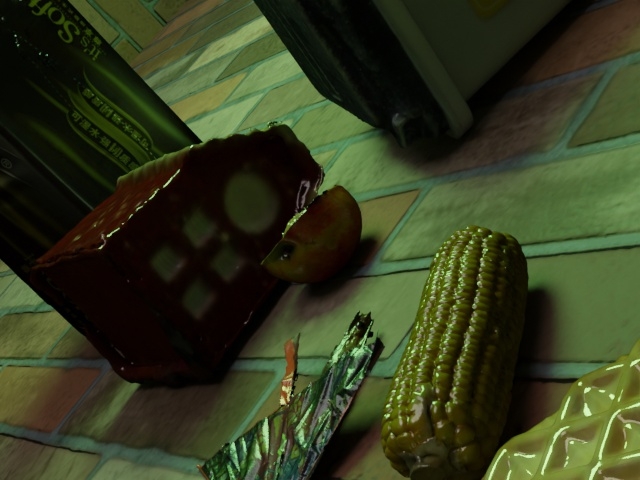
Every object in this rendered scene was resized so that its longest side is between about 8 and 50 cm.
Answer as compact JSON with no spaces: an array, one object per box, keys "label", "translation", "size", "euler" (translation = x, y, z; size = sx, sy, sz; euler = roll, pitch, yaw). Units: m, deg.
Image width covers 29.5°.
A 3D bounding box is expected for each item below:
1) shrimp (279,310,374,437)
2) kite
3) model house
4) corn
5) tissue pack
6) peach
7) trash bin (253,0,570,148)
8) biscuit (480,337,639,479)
[{"label":"shrimp","translation":[-0.001,0.098,0.870],"size":[0.083,0.023,0.114],"euler":[-20,36,56]},{"label":"kite","translation":[-0.032,0.136,0.837],"size":[0.232,0.009,0.189],"euler":[-41,26,36]},{"label":"model house","translation":[-0.116,-0.010,1.130],"size":[0.254,0.160,0.196],"euler":[-53,19,-26]},{"label":"corn","translation":[0.082,0.064,0.703],"size":[0.068,0.068,0.207],"euler":[-31,20,34]},{"label":"tissue pack","translation":[-0.288,-0.089,1.323],"size":[0.198,0.370,0.210],"euler":[-24,28,44]},{"label":"peach","translation":[-0.001,0.001,1.018],"size":[0.098,0.061,0.098],"euler":[-45,-4,-4]},{"label":"trash bin","translation":[0.116,-0.294,1.107],"size":[0.368,0.256,0.296],"euler":[-40,25,-4]},{"label":"biscuit","translation":[0.106,0.162,0.487],"size":[0.204,0.040,0.309],"euler":[-40,19,14]}]
